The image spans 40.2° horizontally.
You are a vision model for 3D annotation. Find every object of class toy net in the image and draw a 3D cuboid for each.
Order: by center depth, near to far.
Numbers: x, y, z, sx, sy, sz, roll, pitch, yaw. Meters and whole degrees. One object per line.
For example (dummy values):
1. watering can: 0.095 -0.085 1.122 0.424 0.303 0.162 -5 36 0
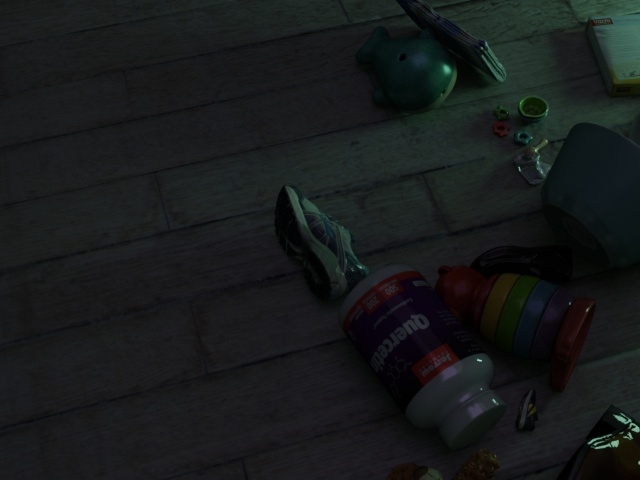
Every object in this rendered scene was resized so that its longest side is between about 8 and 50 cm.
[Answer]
1. toy net: 0.453 -0.227 1.957 0.122 0.045 0.232 2 55 1

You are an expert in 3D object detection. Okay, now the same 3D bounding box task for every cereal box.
1. cereal box: 0.755 -0.451 2.114 0.173 0.047 0.240 -3 54 -2

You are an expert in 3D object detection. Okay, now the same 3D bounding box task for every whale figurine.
1. whale figurine: 0.183 -0.411 2.012 0.216 0.141 0.272 -50 57 6

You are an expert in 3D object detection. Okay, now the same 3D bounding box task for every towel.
1. towel: 0.307 -0.481 2.053 0.285 0.209 0.034 42 98 27

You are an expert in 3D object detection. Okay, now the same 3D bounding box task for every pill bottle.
1. pill bottle: 0.184 0.206 1.566 0.181 0.181 0.323 -27 58 -18

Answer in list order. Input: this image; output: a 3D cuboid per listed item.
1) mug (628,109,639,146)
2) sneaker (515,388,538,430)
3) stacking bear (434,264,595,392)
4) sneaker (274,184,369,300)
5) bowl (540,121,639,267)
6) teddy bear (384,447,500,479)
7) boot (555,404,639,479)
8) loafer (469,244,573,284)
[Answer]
1. mug: 0.837 -0.228 1.847 0.328 0.276 0.374 -21 27 -21
2. sneaker: 0.380 0.310 1.589 0.035 0.031 0.083 25 62 1
3. stacking bear: 0.348 0.134 1.641 0.289 0.175 0.164 21 59 23
4. sneaker: 0.000 0.000 1.781 0.122 0.110 0.283 -11 56 -29
5. bowl: 0.556 -0.064 1.715 0.163 0.311 0.311 -44 64 -6
6. teddy bear: 0.260 0.458 1.432 0.338 0.113 0.245 36 60 22
7. boot: 0.544 0.437 1.449 0.280 0.096 0.264 38 39 20
8. loafer: 0.403 0.058 1.732 0.220 0.080 0.078 -7 54 -5
